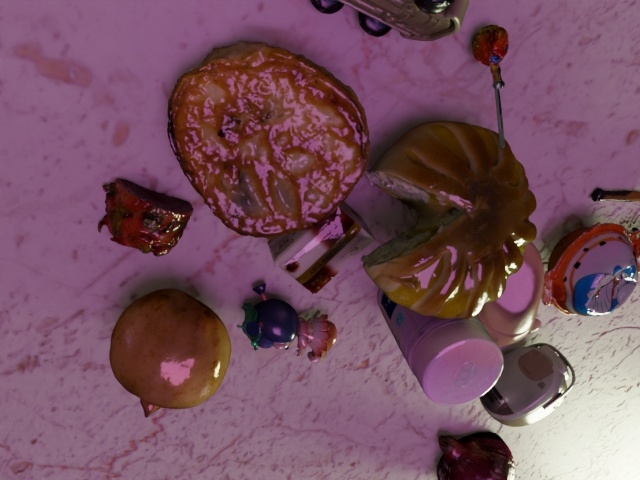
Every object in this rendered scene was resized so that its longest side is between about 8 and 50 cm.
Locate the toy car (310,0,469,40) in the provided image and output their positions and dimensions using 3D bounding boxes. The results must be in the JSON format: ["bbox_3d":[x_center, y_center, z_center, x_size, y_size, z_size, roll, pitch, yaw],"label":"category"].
[{"bbox_3d":[0.101,-0.403,0.833,0.248,0.204,0.198,19,90,-21],"label":"toy car"}]

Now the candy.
[{"bbox_3d":[0.279,-0.244,0.978,0.061,0.060,0.200,-4,84,-13],"label":"candy"}]

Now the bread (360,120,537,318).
[{"bbox_3d":[0.223,-0.037,1.004,0.333,0.160,0.332,2,84,-18],"label":"bread"}]

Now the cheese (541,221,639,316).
[{"bbox_3d":[0.583,0.046,1.231,0.330,0.129,0.216,-17,122,-13],"label":"cheese"}]

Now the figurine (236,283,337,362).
[{"bbox_3d":[-0.061,0.159,1.152,0.195,0.111,0.102,14,132,-25],"label":"figurine"}]

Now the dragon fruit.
[{"bbox_3d":[-0.281,-0.027,0.981,0.147,0.096,0.102,11,119,-18],"label":"dragon fruit"}]

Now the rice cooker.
[{"bbox_3d":[0.449,0.319,1.344,0.206,0.145,0.127,-31,134,0],"label":"rice cooker"}]

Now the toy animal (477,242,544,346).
[{"bbox_3d":[0.351,0.097,1.182,0.167,0.154,0.250,-15,122,-6],"label":"toy animal"}]

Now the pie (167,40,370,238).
[{"bbox_3d":[-0.081,-0.146,0.946,0.315,0.092,0.315,-1,112,-2],"label":"pie"}]

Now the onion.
[{"bbox_3d":[0.356,0.539,1.457,0.195,0.139,0.218,-34,118,14],"label":"onion"}]

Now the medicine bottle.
[{"bbox_3d":[0.211,0.161,1.123,0.152,0.254,0.152,-6,120,-11],"label":"medicine bottle"}]

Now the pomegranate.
[{"bbox_3d":[-0.254,0.185,1.045,0.207,0.207,0.207,-6,120,-11],"label":"pomegranate"}]

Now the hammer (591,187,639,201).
[{"bbox_3d":[0.633,-0.085,1.231,0.201,0.021,0.078,-1,119,-14],"label":"hammer"}]

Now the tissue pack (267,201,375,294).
[{"bbox_3d":[0.000,0.000,1.067,0.149,0.099,0.106,-44,120,12],"label":"tissue pack"}]
